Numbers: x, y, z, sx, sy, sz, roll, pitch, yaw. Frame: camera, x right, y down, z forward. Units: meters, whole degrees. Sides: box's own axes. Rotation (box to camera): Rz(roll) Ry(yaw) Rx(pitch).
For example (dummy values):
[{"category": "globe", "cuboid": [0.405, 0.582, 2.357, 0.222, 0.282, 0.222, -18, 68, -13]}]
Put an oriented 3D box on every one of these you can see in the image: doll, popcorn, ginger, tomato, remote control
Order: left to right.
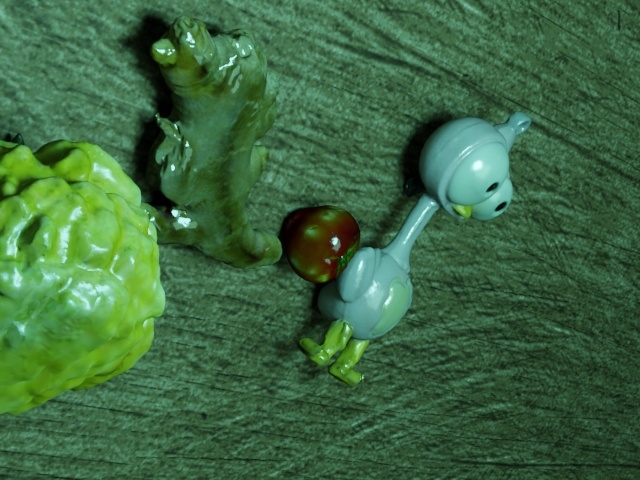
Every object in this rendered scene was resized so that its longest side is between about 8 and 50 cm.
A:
[{"category": "popcorn", "cuboid": [-0.257, 0.025, 1.524, 0.249, 0.225, 0.249, -24, 146, -17]}, {"category": "ginger", "cuboid": [-0.111, -0.087, 1.726, 0.166, 0.080, 0.333, -18, 140, -23]}, {"category": "tomato", "cuboid": [0.000, 0.000, 1.938, 0.087, 0.075, 0.087, -49, 160, -25]}, {"category": "doll", "cuboid": [0.109, -0.005, 2.031, 0.365, 0.094, 0.160, -49, 149, 0]}, {"category": "remote control", "cuboid": [0.130, -0.076, 2.088, 0.091, 0.016, 0.034, -25, 143, -38]}]
